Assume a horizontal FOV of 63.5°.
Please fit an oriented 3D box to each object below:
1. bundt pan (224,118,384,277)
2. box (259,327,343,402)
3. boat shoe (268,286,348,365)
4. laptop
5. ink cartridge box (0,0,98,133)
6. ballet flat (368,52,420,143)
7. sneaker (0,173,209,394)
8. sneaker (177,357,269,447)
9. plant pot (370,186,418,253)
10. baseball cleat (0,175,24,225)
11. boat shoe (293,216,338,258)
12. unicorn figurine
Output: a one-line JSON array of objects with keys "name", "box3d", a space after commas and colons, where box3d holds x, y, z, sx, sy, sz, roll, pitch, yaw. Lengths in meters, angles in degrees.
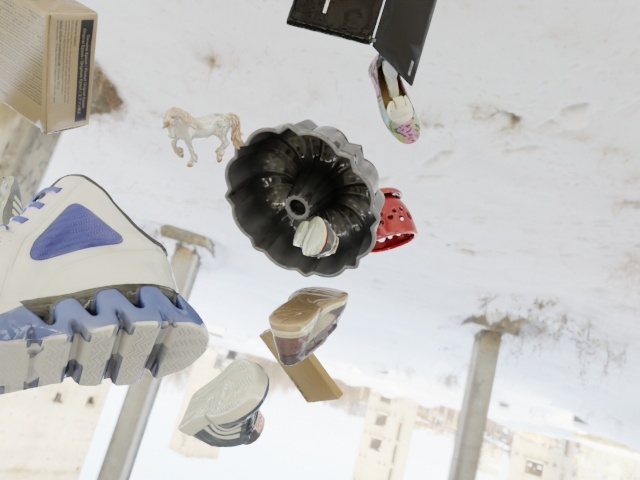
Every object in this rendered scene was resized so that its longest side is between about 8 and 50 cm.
[{"name": "bundt pan", "box3d": [-0.020, -0.093, 1.030, 0.331, 0.124, 0.330, 15, 128, 20]}, {"name": "box", "box3d": [-0.048, 0.276, 1.164, 0.201, 0.021, 0.164, 55, 148, 0]}, {"name": "boat shoe", "box3d": [-0.019, 0.153, 0.982, 0.103, 0.092, 0.285, 7, -170, 16]}, {"name": "laptop", "box3d": [0.095, -0.476, 1.043, 0.265, 0.234, 0.136, 16, 173, 5]}, {"name": "ink cartridge box", "box3d": [-0.474, -0.314, 0.830, 0.235, 0.193, 0.088, 33, -145, 16]}, {"name": "ballet flat", "box3d": [0.163, -0.321, 1.145, 0.077, 0.221, 0.079, -18, 168, -3]}, {"name": "sneaker", "box3d": [-0.267, 0.031, 0.450, 0.316, 0.182, 0.127, 7, 133, -35]}, {"name": "sneaker", "box3d": [-0.159, 0.343, 1.047, 0.148, 0.131, 0.350, 33, 143, -15]}, {"name": "plant pot", "box3d": [0.198, -0.067, 1.675, 0.191, 0.173, 0.191, -16, 164, -5]}, {"name": "baseball cleat", "box3d": [-0.703, -0.046, 1.198, 0.072, 0.205, 0.109, -19, 152, 31]}, {"name": "boat shoe", "box3d": [0.000, 0.000, 0.635, 0.043, 0.049, 0.137, 23, 176, -13]}, {"name": "unicorn figurine", "box3d": [-0.198, -0.171, 0.828, 0.060, 0.162, 0.111, 39, 140, 24]}]
